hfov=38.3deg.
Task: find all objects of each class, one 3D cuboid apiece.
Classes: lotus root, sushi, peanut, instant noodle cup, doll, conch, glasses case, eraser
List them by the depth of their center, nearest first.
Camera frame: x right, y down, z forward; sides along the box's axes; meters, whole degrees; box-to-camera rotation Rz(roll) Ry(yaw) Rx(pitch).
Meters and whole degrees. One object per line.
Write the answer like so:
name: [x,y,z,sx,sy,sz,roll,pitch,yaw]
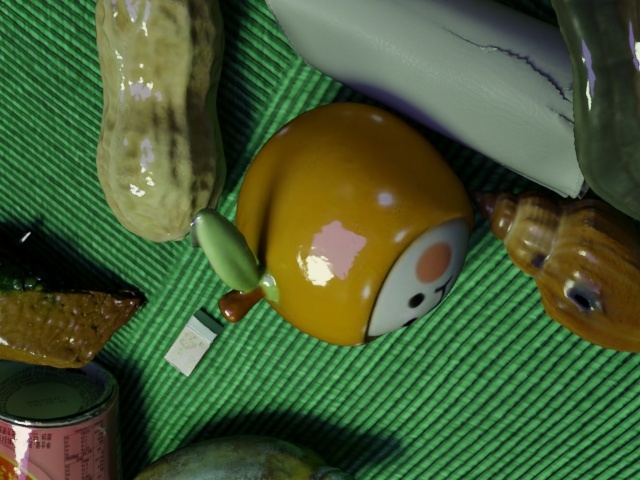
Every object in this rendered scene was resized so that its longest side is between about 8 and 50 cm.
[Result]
glasses case: [0.099,-0.141,0.725,0.308,0.083,0.128,32,158,25]
conch: [0.258,0.054,0.766,0.330,0.093,0.109,37,119,2]
doll: [0.000,0.000,0.767,0.213,0.236,0.213,46,152,33]
peanut: [-0.145,-0.127,0.834,0.120,0.136,0.298,-3,119,-11]
lotus root: [-0.086,0.287,1.037,0.322,0.140,0.158,-23,123,28]
eraser: [-0.143,0.116,1.039,0.038,0.019,0.083,40,126,3]
sushi: [-0.356,0.063,1.048,0.287,0.140,0.149,2,154,25]
instant noodle cup: [-0.335,0.279,1.113,0.243,0.244,0.255,16,113,17]

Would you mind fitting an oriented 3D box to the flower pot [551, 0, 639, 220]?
flower pot: [0.279,-0.152,0.534,0.213,0.302,0.302,-1,117,40]
